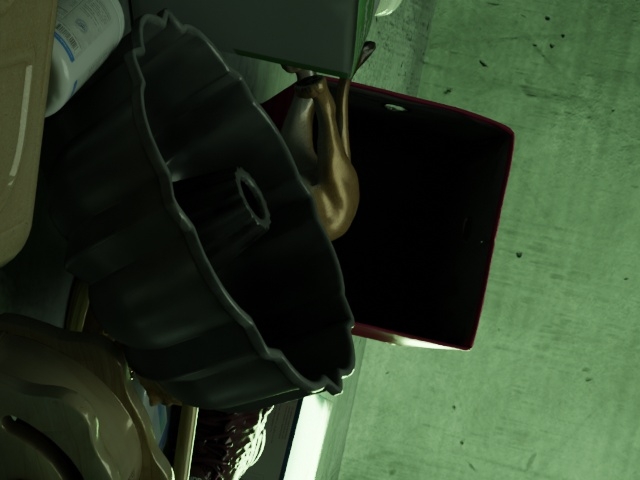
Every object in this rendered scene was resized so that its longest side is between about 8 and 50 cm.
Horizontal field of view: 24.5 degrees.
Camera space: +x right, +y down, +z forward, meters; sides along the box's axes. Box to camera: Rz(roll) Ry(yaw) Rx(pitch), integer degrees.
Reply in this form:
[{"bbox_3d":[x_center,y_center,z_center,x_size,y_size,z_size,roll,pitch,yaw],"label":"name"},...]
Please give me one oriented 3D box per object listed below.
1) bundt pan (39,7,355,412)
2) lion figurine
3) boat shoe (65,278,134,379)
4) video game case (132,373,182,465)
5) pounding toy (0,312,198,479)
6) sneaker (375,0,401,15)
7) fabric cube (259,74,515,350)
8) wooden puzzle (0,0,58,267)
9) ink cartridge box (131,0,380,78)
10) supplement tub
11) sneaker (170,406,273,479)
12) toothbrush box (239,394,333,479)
[{"bbox_3d":[-0.103,-0.007,1.157,0.331,0.124,0.331,56,16,-26],"label":"bundt pan"},{"bbox_3d":[-0.052,-0.021,1.441,0.392,0.142,0.240,-34,119,-33],"label":"lion figurine"},{"bbox_3d":[-0.195,0.113,1.302,0.064,0.060,0.178,-32,134,-76],"label":"boat shoe"},{"bbox_3d":[-0.178,0.255,1.649,0.329,0.036,0.300,-40,141,-75],"label":"video game case"},{"bbox_3d":[-0.195,0.165,1.177,0.155,0.154,0.269,-65,145,-51],"label":"pounding toy"},{"bbox_3d":[0.047,-0.401,1.939,0.169,0.108,0.292,-63,153,-49],"label":"sneaker"},{"bbox_3d":[0.043,-0.025,1.691,0.258,0.254,0.259,171,-68,-76],"label":"fabric cube"},{"bbox_3d":[-0.230,-0.109,0.801,0.322,0.081,0.347,-45,151,-72],"label":"wooden puzzle"},{"bbox_3d":[-0.029,-0.295,1.314,0.117,0.201,0.278,93,13,-51],"label":"ink cartridge box"},{"bbox_3d":[-0.185,-0.135,1.016,0.107,0.071,0.071,-63,162,-57],"label":"supplement tub"},{"bbox_3d":[-0.112,0.205,1.570,0.281,0.106,0.162,93,17,-45],"label":"sneaker"},{"bbox_3d":[-0.081,0.299,2.000,0.295,0.126,0.216,61,43,-78],"label":"toothbrush box"}]
